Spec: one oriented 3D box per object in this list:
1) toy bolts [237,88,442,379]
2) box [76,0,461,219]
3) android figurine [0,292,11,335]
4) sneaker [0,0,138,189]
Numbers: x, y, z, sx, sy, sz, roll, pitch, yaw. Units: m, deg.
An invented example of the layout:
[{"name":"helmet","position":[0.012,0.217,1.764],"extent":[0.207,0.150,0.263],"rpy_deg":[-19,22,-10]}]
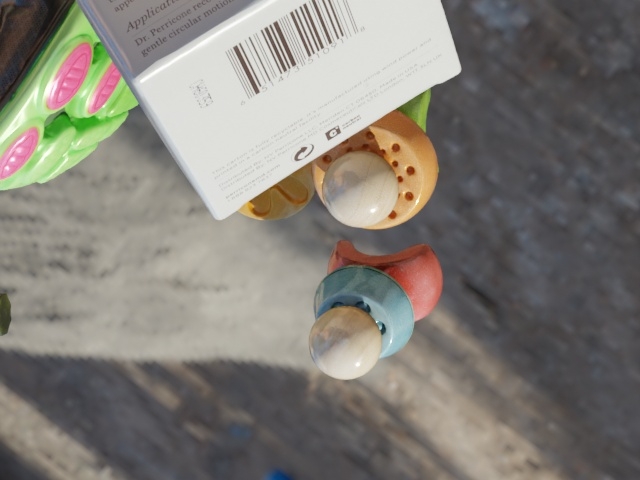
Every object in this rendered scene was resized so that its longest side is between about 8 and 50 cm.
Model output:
[{"name":"toy bolts","position":[0.000,0.000,1.587],"extent":[0.218,0.158,0.228],"rpy_deg":[-3,114,19]},{"name":"box","position":[-0.034,-0.135,1.127],"extent":[0.119,0.181,0.182],"rpy_deg":[57,178,28]},{"name":"android figurine","position":[-0.442,0.106,1.876],"extent":[0.273,0.248,0.056],"rpy_deg":[-3,138,10]},{"name":"sneaker","position":[-0.221,-0.273,1.658],"extent":[0.202,0.483,0.185],"rpy_deg":[14,173,19]}]
